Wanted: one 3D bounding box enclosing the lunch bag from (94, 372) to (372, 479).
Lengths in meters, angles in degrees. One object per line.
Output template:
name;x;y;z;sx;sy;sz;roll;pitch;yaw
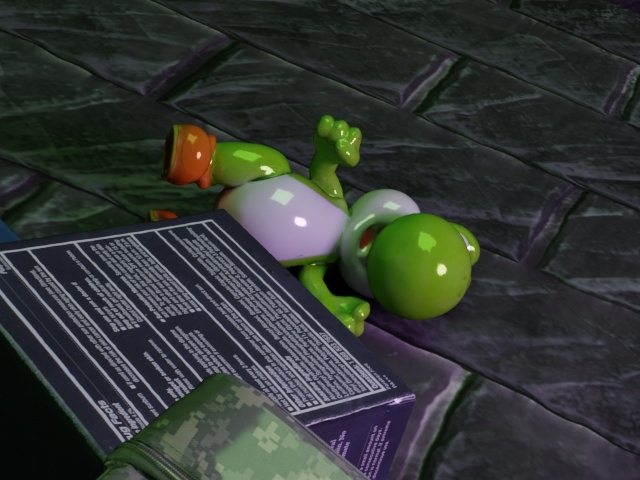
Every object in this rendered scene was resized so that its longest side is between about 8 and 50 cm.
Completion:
lunch bag;-0.052;0.271;0.957;0.305;0.212;0.256;38;52;17

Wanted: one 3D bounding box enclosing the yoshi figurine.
yoshi figurine;0.008;-0.006;1.649;0.362;0.203;0.203;12;47;-15

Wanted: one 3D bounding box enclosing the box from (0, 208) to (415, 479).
box;-0.140;0.136;1.327;0.294;0.182;0.296;-8;38;-39

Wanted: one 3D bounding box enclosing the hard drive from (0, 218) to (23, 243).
hard drive;-0.396;-0.008;1.518;0.319;0.040;0.210;38;26;33
